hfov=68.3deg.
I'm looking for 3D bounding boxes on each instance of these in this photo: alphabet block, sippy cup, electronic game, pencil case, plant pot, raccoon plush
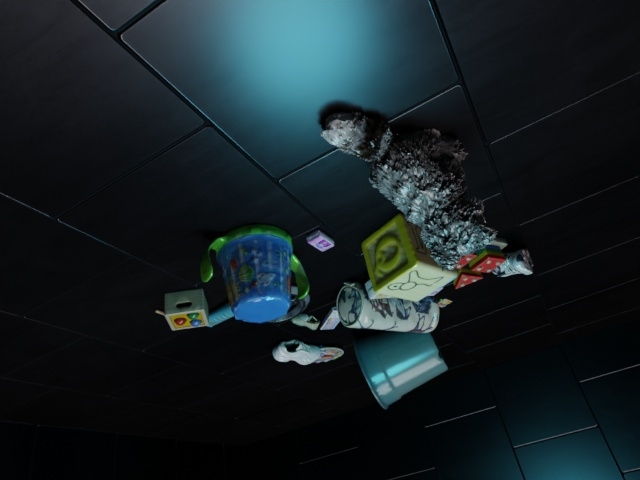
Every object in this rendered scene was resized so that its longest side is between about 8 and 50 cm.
[{"bbox_3d":[0.275,0.058,1.476,0.197,0.194,0.192,17,136,-37],"label":"alphabet block"},{"bbox_3d":[-0.182,0.109,1.370,0.305,0.224,0.240,-7,147,-7],"label":"sippy cup"},{"bbox_3d":[-0.151,0.234,1.733,0.229,0.048,0.229,-12,141,-10],"label":"electronic game"},{"bbox_3d":[0.260,0.254,1.805,0.409,0.184,0.159,9,170,-29],"label":"pencil case"},{"bbox_3d":[0.374,0.536,2.147,0.334,0.341,0.341,-27,146,7],"label":"plant pot"},{"bbox_3d":[0.202,-0.096,1.114,0.445,0.299,0.216,5,144,-25],"label":"raccoon plush"}]

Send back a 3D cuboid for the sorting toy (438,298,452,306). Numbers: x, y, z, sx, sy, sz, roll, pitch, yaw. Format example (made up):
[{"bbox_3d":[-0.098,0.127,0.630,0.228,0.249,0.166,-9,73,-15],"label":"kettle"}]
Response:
[{"bbox_3d":[0.532,0.272,2.055,0.062,0.012,0.083,-34,142,31],"label":"sorting toy"}]

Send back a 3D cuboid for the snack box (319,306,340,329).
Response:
[{"bbox_3d":[0.052,0.326,1.967,0.064,0.022,0.178,1,145,-21],"label":"snack box"}]

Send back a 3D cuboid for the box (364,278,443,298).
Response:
[{"bbox_3d":[0.313,0.169,1.743,0.323,0.063,0.067,2,146,-33],"label":"box"}]

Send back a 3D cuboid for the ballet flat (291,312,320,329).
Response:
[{"bbox_3d":[-0.060,0.318,1.906,0.052,0.057,0.168,-50,143,6],"label":"ballet flat"}]

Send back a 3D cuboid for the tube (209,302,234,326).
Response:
[{"bbox_3d":[-0.374,0.276,1.733,0.207,0.052,0.080,-29,135,35],"label":"tube"}]

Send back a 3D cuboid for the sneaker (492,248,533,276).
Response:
[{"bbox_3d":[0.679,0.091,1.712,0.153,0.094,0.235,-23,180,27],"label":"sneaker"}]

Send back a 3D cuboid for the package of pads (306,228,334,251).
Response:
[{"bbox_3d":[0.000,0.000,1.442,0.050,0.032,0.083,-27,145,24],"label":"package of pads"}]

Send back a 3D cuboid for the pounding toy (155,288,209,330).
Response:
[{"bbox_3d":[-0.481,0.266,1.630,0.180,0.094,0.206,-7,147,-8],"label":"pounding toy"}]

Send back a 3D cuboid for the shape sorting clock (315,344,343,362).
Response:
[{"bbox_3d":[0.012,0.560,2.295,0.206,0.040,0.206,-9,147,-6],"label":"shape sorting clock"}]

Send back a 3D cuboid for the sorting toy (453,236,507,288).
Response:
[{"bbox_3d":[0.501,0.085,1.687,0.256,0.090,0.255,8,142,-29],"label":"sorting toy"}]

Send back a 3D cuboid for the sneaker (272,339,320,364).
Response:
[{"bbox_3d":[-0.092,0.497,2.124,0.232,0.091,0.115,6,140,-28],"label":"sneaker"}]
